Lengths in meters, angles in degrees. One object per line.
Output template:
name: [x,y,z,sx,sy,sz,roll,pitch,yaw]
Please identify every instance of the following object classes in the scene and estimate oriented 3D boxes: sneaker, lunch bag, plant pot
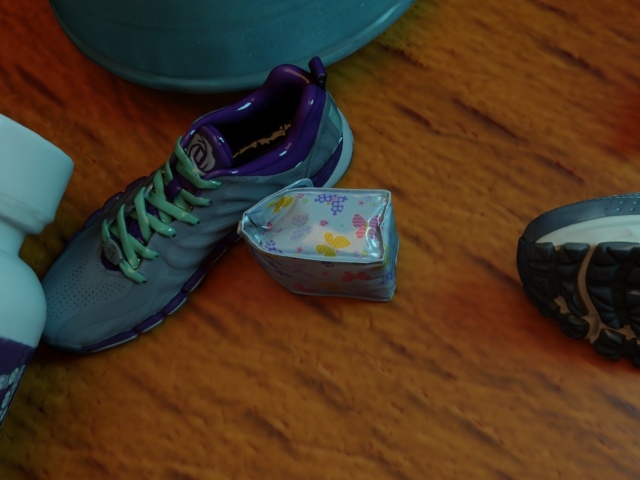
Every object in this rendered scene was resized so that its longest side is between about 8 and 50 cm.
sneaker: [-0.084,-0.026,0.561,0.224,0.098,0.083,-39,69,-6]
sneaker: [0.245,-0.008,0.518,0.283,0.110,0.122,-2,51,7]
lunch bag: [0.000,0.000,0.553,0.083,0.071,0.053,2,69,10]
plant pot: [-0.070,-0.267,0.540,0.272,0.255,0.271,-5,59,8]

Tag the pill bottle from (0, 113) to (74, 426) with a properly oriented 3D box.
pill bottle: [-0.245,0.069,0.499,0.169,0.169,0.301,20,81,15]
